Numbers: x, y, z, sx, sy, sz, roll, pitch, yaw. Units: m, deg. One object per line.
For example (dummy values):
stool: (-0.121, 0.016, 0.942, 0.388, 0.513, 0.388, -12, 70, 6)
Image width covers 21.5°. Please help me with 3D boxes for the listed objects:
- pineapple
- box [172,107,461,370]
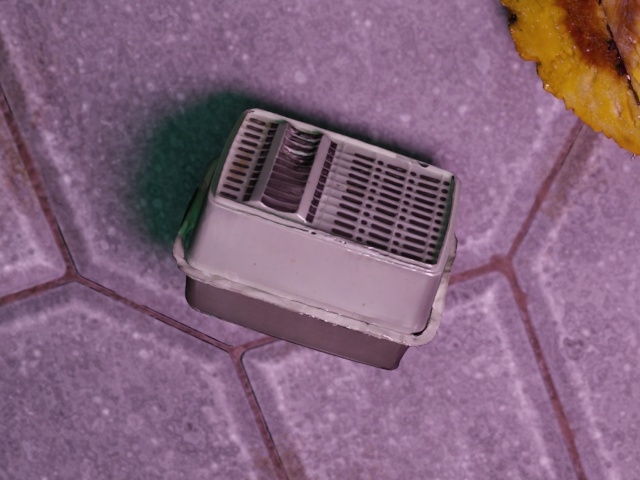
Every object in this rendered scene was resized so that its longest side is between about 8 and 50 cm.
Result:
pineapple: (0.275, -0.260, 1.737, 0.158, 0.161, 0.334, -44, 116, -25)
box: (0.000, 0.000, 1.779, 0.290, 0.220, 0.166, 18, 128, 0)
